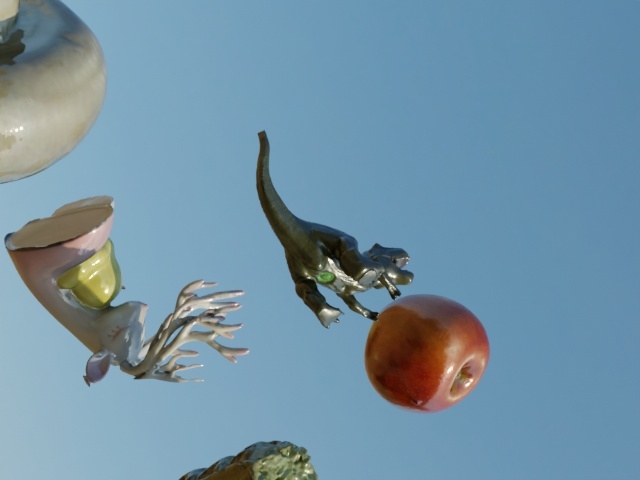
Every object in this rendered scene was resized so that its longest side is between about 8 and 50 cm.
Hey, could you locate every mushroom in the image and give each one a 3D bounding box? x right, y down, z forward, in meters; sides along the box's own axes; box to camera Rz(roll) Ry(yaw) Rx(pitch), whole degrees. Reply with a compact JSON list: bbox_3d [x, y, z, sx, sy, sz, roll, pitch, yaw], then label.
[{"bbox_3d":[-0.284,-0.167,1.004,0.243,0.243,0.243,40,-41,48],"label":"mushroom"}]

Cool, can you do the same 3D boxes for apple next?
[{"bbox_3d":[0.137,0.146,1.653,0.139,0.163,0.163,23,-53,35],"label":"apple"}]

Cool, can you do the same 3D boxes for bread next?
[{"bbox_3d":[-0.119,0.357,1.722,0.268,0.152,0.130,-30,-77,44],"label":"bread"}]

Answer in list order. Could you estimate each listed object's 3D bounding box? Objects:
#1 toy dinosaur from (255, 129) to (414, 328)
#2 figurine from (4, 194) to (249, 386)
[{"bbox_3d":[0.000,0.000,1.293,0.087,0.187,0.179,-45,-124,13],"label":"toy dinosaur"},{"bbox_3d":[-0.271,0.087,1.913,0.206,0.284,0.315,-114,180,-63],"label":"figurine"}]
